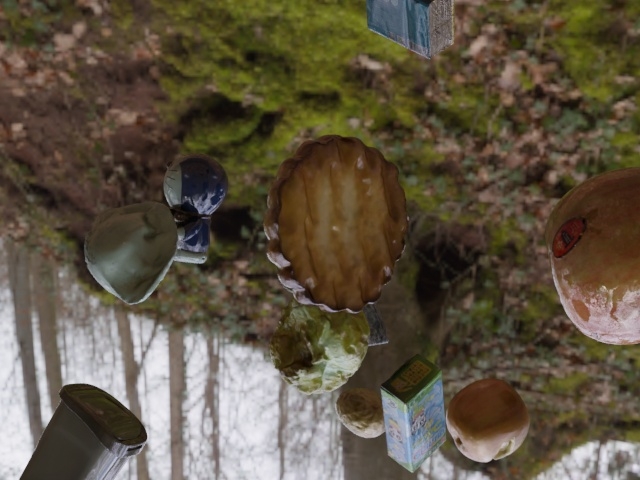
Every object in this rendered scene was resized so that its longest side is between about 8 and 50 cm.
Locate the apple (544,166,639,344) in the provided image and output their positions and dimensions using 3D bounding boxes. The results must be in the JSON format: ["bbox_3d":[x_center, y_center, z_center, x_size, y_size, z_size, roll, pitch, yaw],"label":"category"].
[{"bbox_3d":[0.693,0.024,2.131,0.346,0.391,0.391,-21,-169,22],"label":"apple"}]

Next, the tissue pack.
[{"bbox_3d":[0.163,-0.419,1.738,0.082,0.120,0.169,-33,-132,-26],"label":"tissue pack"}]

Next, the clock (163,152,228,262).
[{"bbox_3d":[-0.298,-0.081,2.202,0.146,0.243,0.199,12,-173,-20],"label":"clock"}]

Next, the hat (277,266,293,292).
[{"bbox_3d":[0.000,0.000,2.213,0.257,0.130,0.257,-15,-141,12],"label":"hat"}]

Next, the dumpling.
[{"bbox_3d":[-0.309,0.007,1.516,0.108,0.153,0.219,20,-158,-48],"label":"dumpling"}]

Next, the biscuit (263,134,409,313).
[{"bbox_3d":[0.023,-0.029,1.731,0.325,0.326,0.107,-16,-170,-41],"label":"biscuit"}]

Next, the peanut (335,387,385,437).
[{"bbox_3d":[0.110,0.436,2.448,0.140,0.109,0.159,-4,-162,-31],"label":"peanut"}]

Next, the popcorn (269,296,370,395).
[{"bbox_3d":[-0.003,0.200,1.946,0.183,0.221,0.204,12,-154,-40],"label":"popcorn"}]

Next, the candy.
[{"bbox_3d":[0.160,0.295,1.639,0.062,0.194,0.097,29,-126,36],"label":"candy"}]

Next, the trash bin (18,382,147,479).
[{"bbox_3d":[-0.572,0.506,2.296,0.219,0.250,0.220,33,-179,16],"label":"trash bin"}]

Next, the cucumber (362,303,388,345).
[{"bbox_3d":[0.129,0.206,2.382,0.064,0.112,0.064,-16,175,-1],"label":"cucumber"}]

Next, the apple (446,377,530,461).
[{"bbox_3d":[0.369,0.404,2.143,0.199,0.199,0.199,2,-161,-1],"label":"apple"}]
